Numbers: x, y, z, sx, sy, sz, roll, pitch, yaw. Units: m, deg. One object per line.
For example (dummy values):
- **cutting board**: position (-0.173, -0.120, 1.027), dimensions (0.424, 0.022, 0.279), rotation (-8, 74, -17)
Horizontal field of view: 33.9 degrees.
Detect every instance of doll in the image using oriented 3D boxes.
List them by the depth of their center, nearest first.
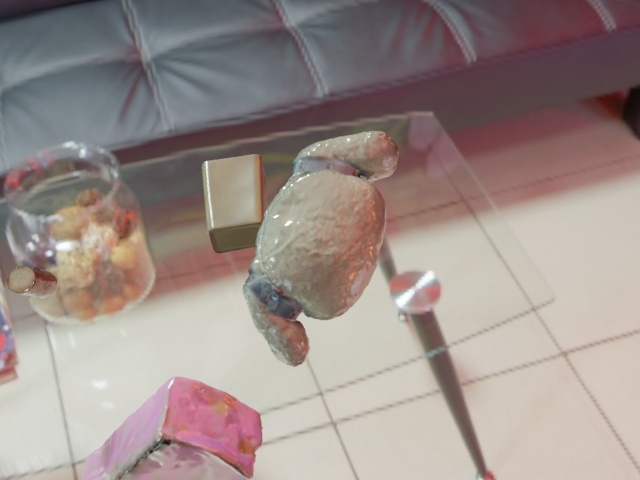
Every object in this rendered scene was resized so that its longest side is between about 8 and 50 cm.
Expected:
- **doll**: position (0.000, 0.000, 0.884), dimensions (0.104, 0.071, 0.214), rotation (23, 84, -6)

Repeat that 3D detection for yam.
- **yam**: position (-0.402, 0.059, 1.471), dimensions (0.043, 0.094, 0.043), rotation (-1, 81, 8)

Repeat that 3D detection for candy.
- **candy**: position (-0.211, 0.314, 1.446), dimensions (0.156, 0.265, 0.115), rotation (28, 38, -24)

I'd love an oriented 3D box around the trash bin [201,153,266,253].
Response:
- **trash bin**: position (-0.083, -0.036, 1.033), dimensions (0.061, 0.043, 0.092), rotation (-8, 47, 0)
